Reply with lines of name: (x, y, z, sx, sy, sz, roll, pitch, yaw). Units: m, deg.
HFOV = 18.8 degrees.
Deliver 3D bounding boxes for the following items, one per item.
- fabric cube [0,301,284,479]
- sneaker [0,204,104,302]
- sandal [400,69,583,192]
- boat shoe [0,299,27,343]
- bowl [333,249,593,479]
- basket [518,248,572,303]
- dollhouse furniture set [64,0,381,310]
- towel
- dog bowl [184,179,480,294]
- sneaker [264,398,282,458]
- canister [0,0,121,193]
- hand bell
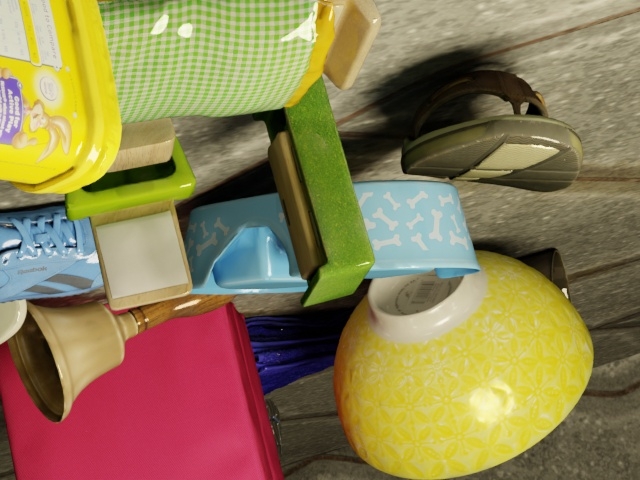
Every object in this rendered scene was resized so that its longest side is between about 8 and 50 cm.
fabric cube: (-0.185, 0.211, 2.054, 0.254, 0.258, 0.259, -15, 168, 2)
sneaker: (-0.230, 0.007, 1.527, 0.209, 0.069, 0.082, -13, 164, -3)
sandal: (0.118, -0.087, 1.472, 0.120, 0.086, 0.303, 7, -178, -8)
boat shoe: (-0.346, 0.070, 1.689, 0.227, 0.079, 0.081, -14, 178, 22)
bowl: (0.131, 0.097, 2.057, 0.289, 0.289, 0.156, -17, 125, 13)
basket: (0.177, 0.114, 2.265, 0.227, 0.204, 0.154, -8, 130, 15)
dollhouse furniture set: (-0.067, -0.048, 1.256, 0.197, 0.151, 0.301, -12, 168, -11)
towel: (-0.094, 0.164, 2.374, 0.227, 0.076, 0.308, -3, 164, -39)
dog bowl: (0.000, 0.000, 1.605, 0.166, 0.074, 0.297, 1, 173, -41)
sneaker: (-0.123, 0.239, 2.367, 0.087, 0.083, 0.221, -7, 174, 34)
canister: (-0.190, -0.094, 0.983, 0.073, 0.126, 0.170, -21, 164, 32)
hand bell: (-0.172, 0.077, 1.883, 0.242, 0.126, 0.126, -21, 172, -27)
